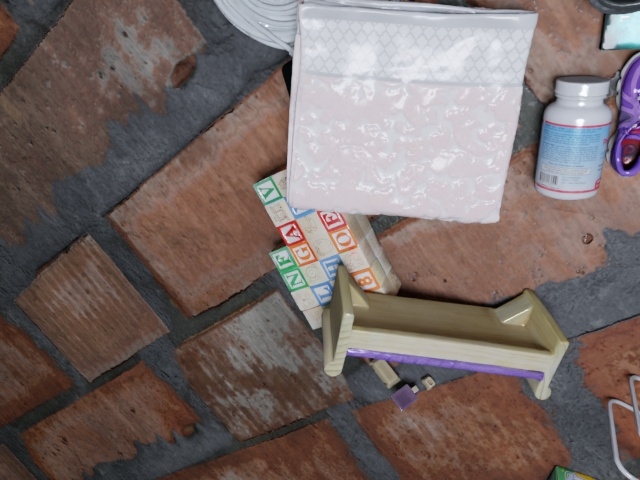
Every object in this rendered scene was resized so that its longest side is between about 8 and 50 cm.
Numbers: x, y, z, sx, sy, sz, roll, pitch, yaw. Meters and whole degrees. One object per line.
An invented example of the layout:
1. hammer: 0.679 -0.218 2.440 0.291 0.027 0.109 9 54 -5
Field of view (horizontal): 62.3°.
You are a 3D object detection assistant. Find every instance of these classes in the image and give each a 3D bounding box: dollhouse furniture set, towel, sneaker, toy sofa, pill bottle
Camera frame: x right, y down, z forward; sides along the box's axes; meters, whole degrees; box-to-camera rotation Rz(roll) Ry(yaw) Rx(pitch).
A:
1. dollhouse furniture set: 0.161 0.277 1.082 0.114 0.091 0.081 51 167 17
2. towel: 0.119 -0.177 0.769 0.332 0.053 0.316 5 118 4
3. sneaker: 0.434 -0.165 0.710 0.069 0.071 0.169 5 117 19
4. toy sofa: 0.184 0.169 0.863 0.363 0.150 0.177 8 117 -7
5. pill bottle: 0.355 -0.144 0.743 0.087 0.087 0.160 7 118 19

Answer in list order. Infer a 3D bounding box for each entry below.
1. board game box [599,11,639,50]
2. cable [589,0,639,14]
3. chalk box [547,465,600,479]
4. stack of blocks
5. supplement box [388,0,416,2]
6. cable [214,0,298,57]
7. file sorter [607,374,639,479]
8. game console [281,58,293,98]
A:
1. board game box: 0.427 -0.335 0.653 0.126 0.026 0.186 4 117 20
2. cable: 0.470 -0.317 0.613 0.288 0.072 0.139 -10 131 30
3. chalk box: 0.489 0.537 1.010 0.213 0.132 0.131 16 120 12
4. stack of blocks: 0.000 0.000 0.957 0.171 0.087 0.297 -20 107 29
5. supplement box: 0.120 -0.319 0.773 0.055 0.043 0.083 -23 104 29
6. cable: -0.046 -0.411 0.761 0.257 0.089 0.257 27 121 3
7. file sorter: 0.589 0.249 0.790 0.173 0.193 0.277 28 122 10
8. game console: 0.012 -0.256 0.868 0.122 0.071 0.107 -22 136 30
